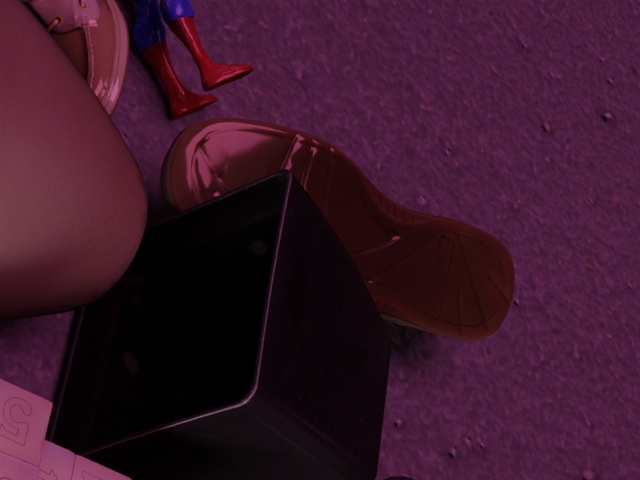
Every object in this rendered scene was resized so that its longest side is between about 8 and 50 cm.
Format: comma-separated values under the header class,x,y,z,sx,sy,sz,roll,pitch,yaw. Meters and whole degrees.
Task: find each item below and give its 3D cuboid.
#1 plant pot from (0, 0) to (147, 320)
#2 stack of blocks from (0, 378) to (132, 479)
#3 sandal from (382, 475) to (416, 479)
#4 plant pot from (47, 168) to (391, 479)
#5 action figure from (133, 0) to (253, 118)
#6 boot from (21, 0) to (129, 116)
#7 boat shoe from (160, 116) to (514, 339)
class,x,y,z,sx,sy,sz,roll,pitch,yaw
plant pot,-0.236,-0.050,1.066,0.274,0.256,0.256,31,44,-54
stack of blocks,-0.224,0.150,0.988,0.297,0.171,0.087,30,48,-28
sandal,0.052,0.350,1.174,0.167,0.107,0.445,33,46,-26
plant pot,-0.053,0.093,1.192,0.167,0.187,0.188,41,42,-37
action figure,-0.125,-0.251,1.392,0.139,0.091,0.280,-27,86,-42
boot,-0.230,-0.182,1.259,0.165,0.077,0.213,15,51,-38
boat shoe,0.000,0.000,1.345,0.341,0.110,0.121,26,79,-36
